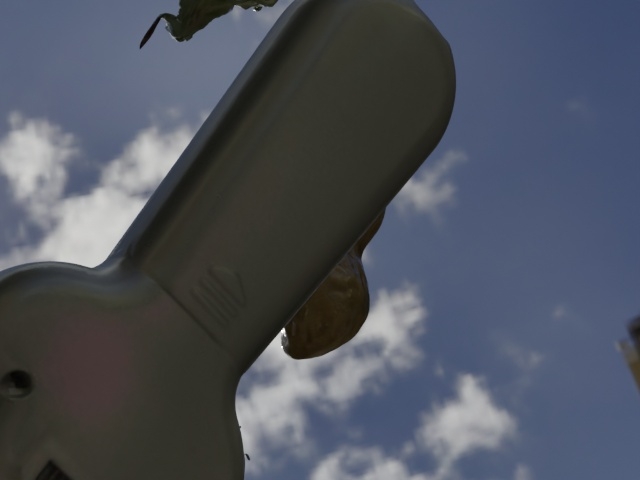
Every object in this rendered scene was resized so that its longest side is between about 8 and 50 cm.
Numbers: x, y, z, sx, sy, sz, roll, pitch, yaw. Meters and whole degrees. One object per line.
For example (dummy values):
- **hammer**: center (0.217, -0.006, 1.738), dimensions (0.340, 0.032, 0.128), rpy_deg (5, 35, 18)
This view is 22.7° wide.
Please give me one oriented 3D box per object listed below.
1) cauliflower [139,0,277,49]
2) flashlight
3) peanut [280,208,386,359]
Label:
- **cauliflower**: center (-0.025, -0.257, 1.131), dimensions (0.239, 0.315, 0.256), rpy_deg (19, -15, 21)
- **flashlight**: center (-0.028, 0.001, 0.452), dimensions (0.093, 0.200, 0.047), rpy_deg (47, -30, -20)
- **peanut**: center (0.000, 0.000, 1.048), dimensions (0.082, 0.187, 0.082), rpy_deg (7, -39, 5)
